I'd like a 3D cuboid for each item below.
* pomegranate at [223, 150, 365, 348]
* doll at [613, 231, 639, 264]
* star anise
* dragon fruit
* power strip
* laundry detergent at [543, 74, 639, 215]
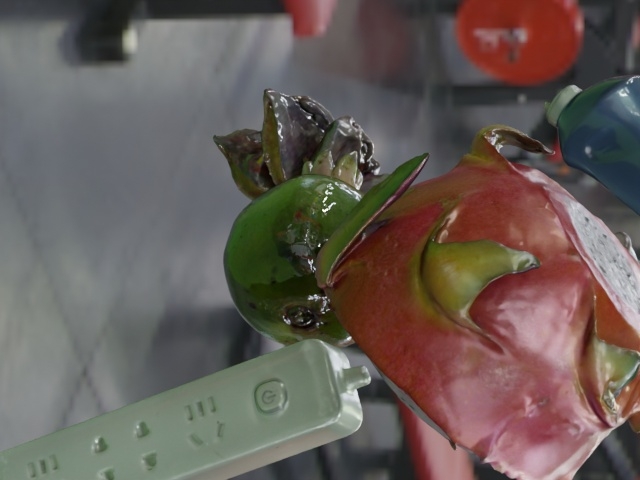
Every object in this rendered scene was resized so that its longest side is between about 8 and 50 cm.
[{"bbox_3d":[-0.001,0.001,1.832,0.187,0.187,0.225,74,22,-45],"label":"pomegranate"},{"bbox_3d":[0.319,0.048,1.921,0.085,0.114,0.152,-65,146,-26],"label":"doll"},{"bbox_3d":[0.008,-0.043,2.154,0.117,0.331,0.332,-39,136,-28],"label":"star anise"},{"bbox_3d":[0.154,0.050,1.404,0.290,0.189,0.290,40,18,-15],"label":"dragon fruit"},{"bbox_3d":[-0.130,0.186,1.674,0.062,0.385,0.091,36,36,-62],"label":"power strip"},{"bbox_3d":[0.257,-0.061,1.369,0.061,0.206,0.097,-25,143,-50],"label":"laundry detergent"}]
